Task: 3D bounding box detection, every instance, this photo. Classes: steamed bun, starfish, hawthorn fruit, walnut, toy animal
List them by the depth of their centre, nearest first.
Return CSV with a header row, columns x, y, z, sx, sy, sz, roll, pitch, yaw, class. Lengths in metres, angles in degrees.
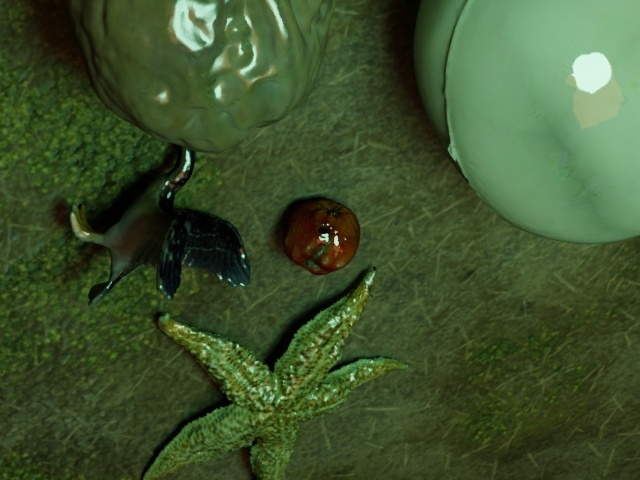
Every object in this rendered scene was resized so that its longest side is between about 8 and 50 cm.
x,y,z,sx,sy,sz,roll,pitch,yaw,class
-0.106,-0.219,1.652,0.273,0.227,0.273,-9,125,-13,walnut
0.264,-0.171,1.796,0.334,0.334,0.374,-31,132,3,steamed bun
-0.180,-0.023,1.854,0.160,0.272,0.197,-9,94,5,toy animal
0.000,0.000,1.975,0.093,0.093,0.093,-12,131,-14,hawthorn fruit
-0.048,0.194,2.123,0.347,0.078,0.358,-17,132,-14,starfish
